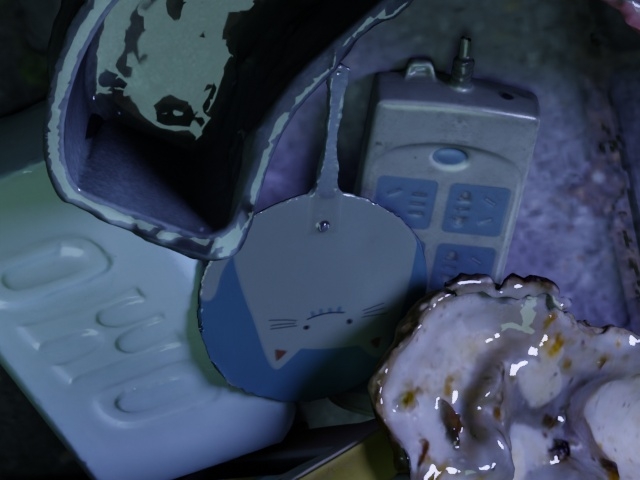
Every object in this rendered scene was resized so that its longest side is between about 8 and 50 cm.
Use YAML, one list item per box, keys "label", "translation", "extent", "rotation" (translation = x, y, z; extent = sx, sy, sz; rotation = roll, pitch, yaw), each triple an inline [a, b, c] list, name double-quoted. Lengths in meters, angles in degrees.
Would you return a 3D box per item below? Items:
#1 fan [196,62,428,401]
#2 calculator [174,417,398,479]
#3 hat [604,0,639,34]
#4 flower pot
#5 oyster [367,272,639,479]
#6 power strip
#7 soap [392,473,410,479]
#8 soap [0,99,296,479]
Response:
- label: "fan"
  translation: [0.000, 0.000, 0.833]
  extent: [0.113, 0.005, 0.175]
  rotation: [-3, 119, -18]
- label: "calculator"
  translation: [-0.070, 0.139, 0.855]
  extent: [0.157, 0.236, 0.033]
  rotation: [-15, 96, 59]
- label: "hat"
  translation: [0.241, -0.149, 0.706]
  extent: [0.286, 0.107, 0.236]
  rotation: [28, 106, -22]
- label: "flower pot"
  translation: [-0.025, -0.114, 0.707]
  extent: [0.103, 0.108, 0.229]
  rotation: [31, 105, -17]
- label: "oyster"
  translation: [0.167, 0.118, 0.902]
  extent: [0.345, 0.128, 0.078]
  rotation: [22, 155, -25]
- label: "power strip"
  translation: [0.051, 0.002, 0.873]
  extent: [0.080, 0.029, 0.227]
  rotation: [6, 126, -4]
- label: "soap"
  translation: [-0.070, 0.277, 1.005]
  extent: [0.335, 0.156, 0.293]
  rotation: [-6, 125, 6]
- label: "soap"
  translation: [-0.101, 0.026, 0.871]
  extent: [0.119, 0.066, 0.198]
  rotation: [-20, 124, 17]
